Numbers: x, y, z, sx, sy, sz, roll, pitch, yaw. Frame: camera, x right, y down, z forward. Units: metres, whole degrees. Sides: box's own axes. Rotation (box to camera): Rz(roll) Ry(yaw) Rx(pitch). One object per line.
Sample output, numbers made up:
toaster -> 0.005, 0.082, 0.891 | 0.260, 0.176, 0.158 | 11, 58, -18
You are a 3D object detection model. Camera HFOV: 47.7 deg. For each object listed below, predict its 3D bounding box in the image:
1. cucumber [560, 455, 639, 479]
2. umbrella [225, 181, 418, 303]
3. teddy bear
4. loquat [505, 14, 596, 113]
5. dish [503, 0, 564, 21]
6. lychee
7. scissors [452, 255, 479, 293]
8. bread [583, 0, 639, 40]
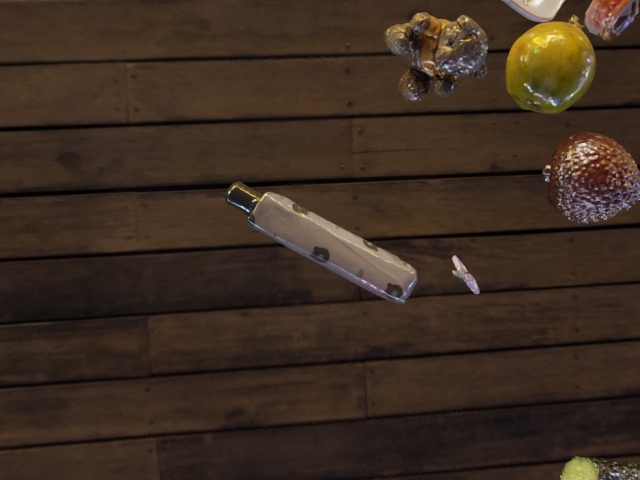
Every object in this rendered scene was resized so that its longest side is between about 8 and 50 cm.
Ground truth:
cucumber -> 0.422, 0.321, 0.947 | 0.293, 0.067, 0.067 | 16, 95, -35
umbrella -> 0.000, 0.000, 1.169 | 0.337, 0.067, 0.073 | 28, 76, 0
teddy bear -> 0.235, -0.365, 1.398 | 0.140, 0.190, 0.177 | -46, 128, -29
loquat -> 0.554, -0.425, 1.716 | 0.213, 0.213, 0.246 | 29, 89, -4
dish -> 0.310, -0.457, 1.169 | 0.212, 0.077, 0.151 | 35, 84, -8
lychee -> 0.539, -0.125, 1.454 | 0.194, 0.194, 0.194 | 0, 95, -2
scissors -> 0.337, 0.079, 1.722 | 0.021, 0.212, 0.110 | -35, 76, 12
bread -> 0.642, -0.513, 1.562 | 0.160, 0.160, 0.073 | -45, 72, 2
